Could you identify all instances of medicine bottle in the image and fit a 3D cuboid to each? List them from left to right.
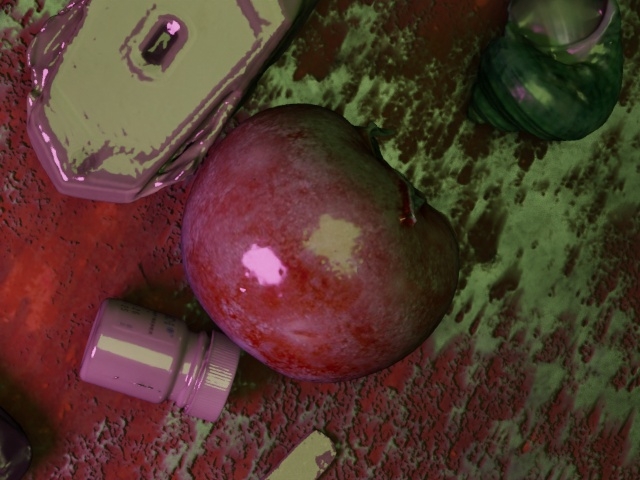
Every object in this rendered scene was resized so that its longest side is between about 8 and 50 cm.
[{"bbox_3d":[-0.183,0.136,1.915,0.168,0.105,0.105,19,89,-8],"label":"medicine bottle"}]

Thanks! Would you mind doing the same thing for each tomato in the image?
[{"bbox_3d":[0.000,0.000,1.835,0.282,0.317,0.317,-44,97,5],"label":"tomato"}]

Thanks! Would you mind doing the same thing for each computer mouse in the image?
[{"bbox_3d":[-0.164,-0.229,1.878,0.228,0.145,0.429,38,95,0],"label":"computer mouse"}]

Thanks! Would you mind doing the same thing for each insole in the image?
[{"bbox_3d":[-0.054,0.305,1.985,0.063,0.010,0.192,42,85,-8],"label":"insole"}]

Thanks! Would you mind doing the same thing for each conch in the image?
[{"bbox_3d":[0.263,-0.202,1.958,0.202,0.134,0.196,-24,64,-3],"label":"conch"}]

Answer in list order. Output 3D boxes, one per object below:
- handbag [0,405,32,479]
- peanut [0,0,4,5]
[{"bbox_3d":[-0.493,0.187,1.881,0.191,0.075,0.332,-43,99,3],"label":"handbag"},{"bbox_3d":[-0.461,-0.286,1.859,0.227,0.104,0.086,-1,90,-7],"label":"peanut"}]
